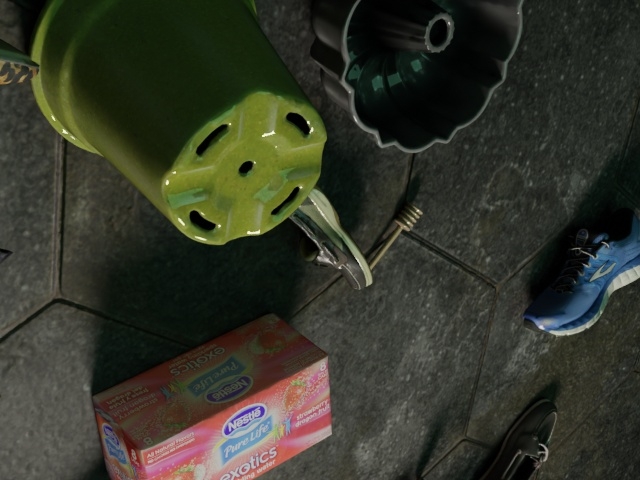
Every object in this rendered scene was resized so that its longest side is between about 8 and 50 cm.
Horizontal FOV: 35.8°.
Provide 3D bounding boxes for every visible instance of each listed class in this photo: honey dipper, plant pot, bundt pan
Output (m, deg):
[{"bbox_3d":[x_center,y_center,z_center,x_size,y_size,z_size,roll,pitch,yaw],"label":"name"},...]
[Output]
[{"bbox_3d":[0.101,0.012,1.543,0.161,0.030,0.030,-54,137,-2],"label":"honey dipper"},{"bbox_3d":[-0.132,-0.138,1.043,0.276,0.254,0.276,-23,139,-21],"label":"plant pot"},{"bbox_3d":[0.117,-0.290,1.318,0.331,0.124,0.331,-21,125,-33],"label":"bundt pan"}]

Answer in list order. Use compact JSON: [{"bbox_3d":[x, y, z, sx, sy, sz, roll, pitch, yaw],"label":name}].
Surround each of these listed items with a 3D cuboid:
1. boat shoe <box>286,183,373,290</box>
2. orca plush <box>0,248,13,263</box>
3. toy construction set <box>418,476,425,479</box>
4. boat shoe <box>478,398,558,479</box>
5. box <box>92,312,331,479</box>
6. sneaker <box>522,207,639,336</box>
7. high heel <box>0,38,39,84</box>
[{"bbox_3d":[0.000,0.000,1.415,0.073,0.080,0.223,-41,129,-10],"label":"boat shoe"},{"bbox_3d":[-0.460,0.074,1.014,0.287,0.151,0.102,-40,99,17],"label":"orca plush"},{"bbox_3d":[0.203,0.603,1.890,0.257,0.237,0.309,1,96,-11],"label":"toy construction set"},{"bbox_3d":[0.398,0.480,2.026,0.335,0.095,0.112,-49,136,-9],"label":"boat shoe"},{"bbox_3d":[-0.142,0.242,1.371,0.300,0.142,0.154,-23,126,-31],"label":"box"},{"bbox_3d":[0.492,0.052,1.871,0.330,0.130,0.147,-39,119,-23],"label":"sneaker"},{"bbox_3d":[-0.416,-0.130,0.965,0.261,0.093,0.186,5,117,-42],"label":"high heel"}]
